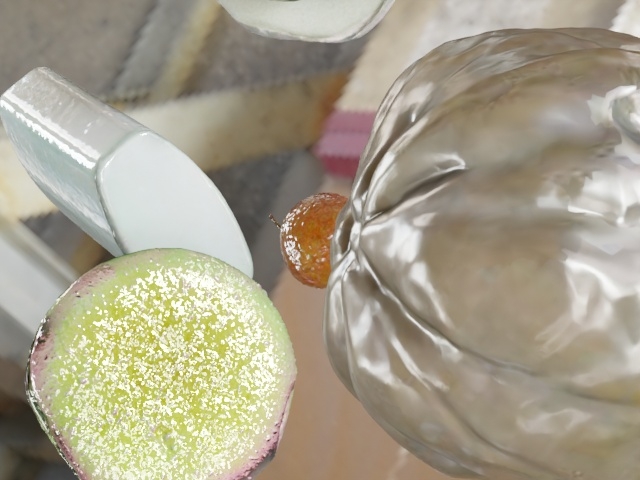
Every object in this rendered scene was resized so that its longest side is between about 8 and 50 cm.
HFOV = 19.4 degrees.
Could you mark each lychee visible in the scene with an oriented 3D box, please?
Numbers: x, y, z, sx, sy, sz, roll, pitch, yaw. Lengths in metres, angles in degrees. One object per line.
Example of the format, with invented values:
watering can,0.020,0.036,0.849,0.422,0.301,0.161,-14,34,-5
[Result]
lychee,0.005,-0.002,2.019,0.101,0.140,0.114,-9,75,-6

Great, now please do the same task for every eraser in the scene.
eraser,-0.186,-0.048,1.731,0.104,0.189,0.290,-43,31,-9

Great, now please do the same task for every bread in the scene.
bread,-0.127,0.118,1.542,0.228,0.228,0.033,-53,13,-11

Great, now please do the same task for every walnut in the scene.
walnut,0.113,0.011,0.781,0.224,0.224,0.224,-24,42,24

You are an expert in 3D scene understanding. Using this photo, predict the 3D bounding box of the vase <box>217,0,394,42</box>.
vase,0.041,-0.363,1.509,0.250,0.250,0.445,-8,42,37
